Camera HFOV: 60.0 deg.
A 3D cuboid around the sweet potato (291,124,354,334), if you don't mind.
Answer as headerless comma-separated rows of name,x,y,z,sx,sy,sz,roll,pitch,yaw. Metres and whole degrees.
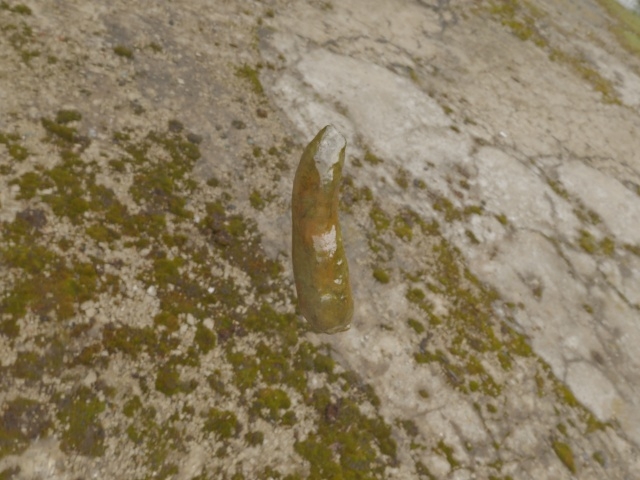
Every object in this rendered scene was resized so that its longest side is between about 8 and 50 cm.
sweet potato,0.000,0.000,0.648,0.075,0.273,0.075,-3,29,2
